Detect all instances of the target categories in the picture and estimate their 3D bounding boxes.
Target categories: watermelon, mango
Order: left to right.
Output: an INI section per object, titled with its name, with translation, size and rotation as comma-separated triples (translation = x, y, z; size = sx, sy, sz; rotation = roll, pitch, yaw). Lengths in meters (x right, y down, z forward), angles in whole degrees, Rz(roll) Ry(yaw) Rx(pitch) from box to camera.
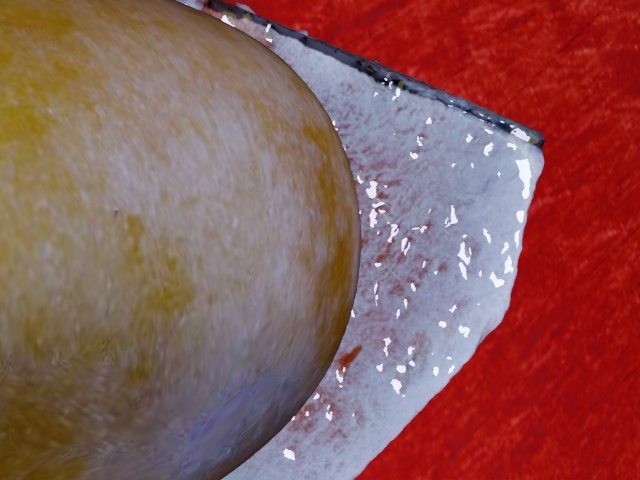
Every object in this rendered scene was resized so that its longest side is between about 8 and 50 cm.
[mango]
translation = -0.130, 0.013, 0.598
size = 0.384, 0.199, 0.221
rotation = -16, 135, -54
[watermelon]
translation = 0.000, 0.000, 0.831
size = 0.320, 0.214, 0.289
rotation = 37, 52, -55
